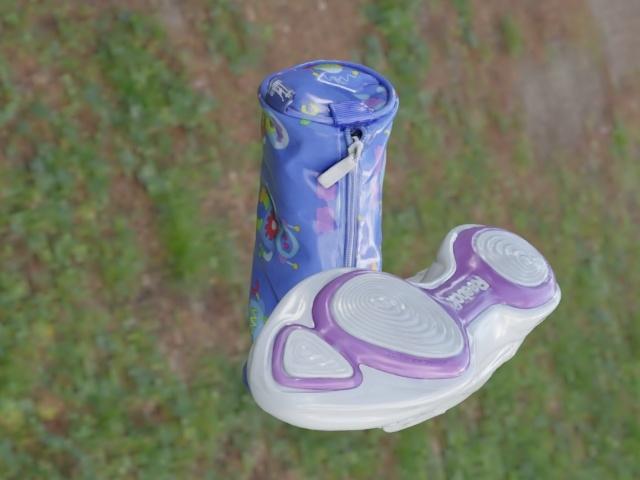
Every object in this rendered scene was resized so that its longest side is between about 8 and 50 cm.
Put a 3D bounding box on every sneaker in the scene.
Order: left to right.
[{"bbox_3d":[0.048,0.087,1.255,0.114,0.152,0.305,46,32,20],"label":"sneaker"}]

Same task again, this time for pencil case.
[{"bbox_3d":[0.000,0.000,1.607,0.133,0.119,0.306,-127,-144,-59],"label":"pencil case"}]
